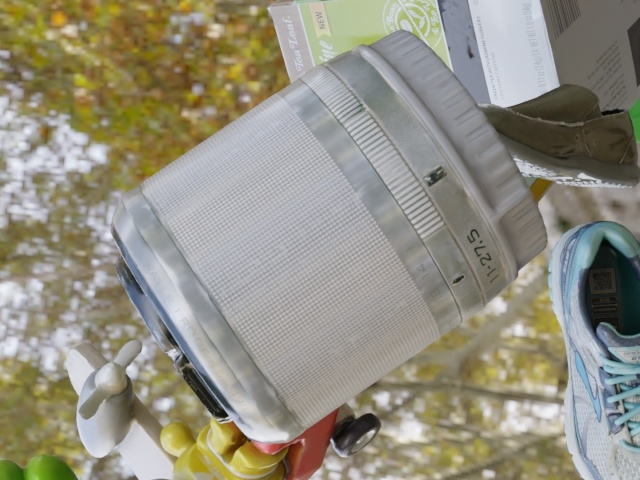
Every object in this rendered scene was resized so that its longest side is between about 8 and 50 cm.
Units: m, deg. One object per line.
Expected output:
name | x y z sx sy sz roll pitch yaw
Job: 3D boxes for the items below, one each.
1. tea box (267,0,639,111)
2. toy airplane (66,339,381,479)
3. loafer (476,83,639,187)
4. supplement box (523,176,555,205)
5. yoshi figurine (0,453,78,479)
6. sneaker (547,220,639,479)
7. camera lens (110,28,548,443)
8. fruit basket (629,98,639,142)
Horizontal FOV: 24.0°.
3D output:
tea box | 0.177 -0.231 1.677 0.329 0.323 0.220 -43 -57 -48
toy airplane | -0.134 0.300 1.680 0.272 0.386 0.385 -11 -82 -56
loafer | 0.205 -0.102 1.388 0.251 0.094 0.087 7 -94 -47
supplement box | 0.152 -0.158 2.121 0.356 0.195 0.194 46 -138 0
yoshi figurine | -0.211 0.342 1.214 0.203 0.203 0.362 -9 -84 -43
sneaker | 0.264 0.116 1.327 0.122 0.110 0.283 86 169 -78
camera lens | 0.000 0.000 1.117 0.274 0.219 0.219 -34 -47 -3
fruit basket | 0.492 -0.178 2.142 0.392 0.282 0.392 161 90 -85
